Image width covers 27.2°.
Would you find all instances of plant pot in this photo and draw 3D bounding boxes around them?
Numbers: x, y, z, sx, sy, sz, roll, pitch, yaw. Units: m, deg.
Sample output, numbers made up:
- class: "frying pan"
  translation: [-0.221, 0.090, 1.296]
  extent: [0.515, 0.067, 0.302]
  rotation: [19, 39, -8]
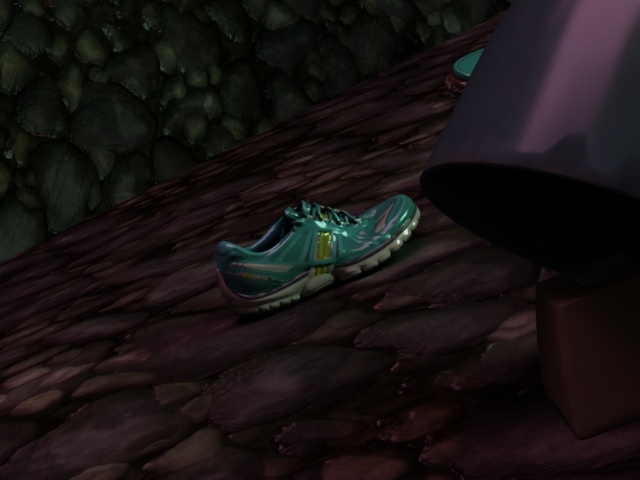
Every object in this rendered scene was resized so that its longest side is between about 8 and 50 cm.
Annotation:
- class: "plant pot"
  translation: [0.253, -0.106, 1.041]
  extent: [0.293, 0.293, 0.235]
  rotation: [1, 69, 61]
- class: "plant pot"
  translation: [0.216, 0.071, 0.993]
  extent: [0.109, 0.096, 0.109]
  rotation: [-21, 12, 1]

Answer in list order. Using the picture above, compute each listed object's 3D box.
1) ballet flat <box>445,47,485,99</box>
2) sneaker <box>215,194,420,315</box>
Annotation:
- class: "ballet flat"
  translation: [0.368, -0.237, 1.935]
  extent: [0.164, 0.182, 0.482]
  rotation: [27, 43, 37]
- class: "sneaker"
  translation: [0.000, 0.000, 1.636]
  extent: [0.275, 0.110, 0.107]
  rotation: [-24, 12, -18]
